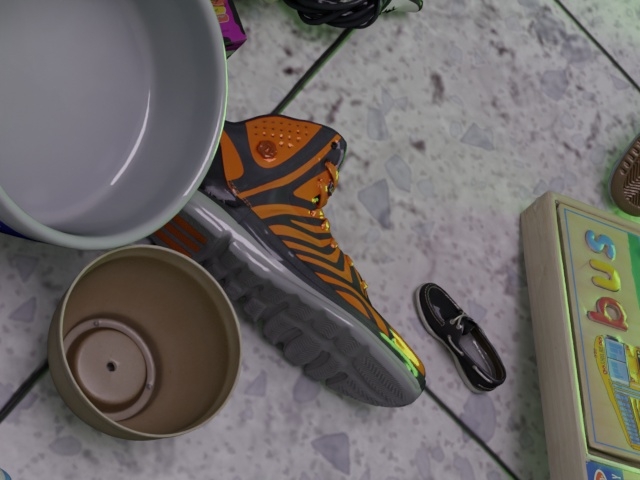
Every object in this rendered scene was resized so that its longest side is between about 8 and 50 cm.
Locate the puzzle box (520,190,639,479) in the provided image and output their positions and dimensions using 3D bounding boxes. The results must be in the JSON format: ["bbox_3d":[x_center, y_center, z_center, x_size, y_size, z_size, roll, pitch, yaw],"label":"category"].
[{"bbox_3d":[0.340,0.158,1.550,0.272,0.052,0.409,17,50,-25],"label":"puzzle box"}]

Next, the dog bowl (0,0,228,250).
[{"bbox_3d":[-0.207,-0.128,1.257,0.265,0.104,0.265,-8,102,-44],"label":"dog bowl"}]

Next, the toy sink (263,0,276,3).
[{"bbox_3d":[-0.045,-0.328,1.460,0.234,0.131,0.153,17,52,-61],"label":"toy sink"}]

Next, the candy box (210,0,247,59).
[{"bbox_3d":[-0.186,-0.267,1.438,0.159,0.071,0.233,-15,81,-34],"label":"candy box"}]

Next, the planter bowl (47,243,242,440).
[{"bbox_3d":[-0.162,0.096,1.293,0.162,0.109,0.162,11,67,-28],"label":"planter bowl"}]

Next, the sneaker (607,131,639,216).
[{"bbox_3d":[0.420,-0.135,1.749,0.282,0.153,0.099,-44,101,-4],"label":"sneaker"}]

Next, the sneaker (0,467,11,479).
[{"bbox_3d":[-0.285,0.276,1.170,0.086,0.085,0.237,20,66,-32],"label":"sneaker"}]

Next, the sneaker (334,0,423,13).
[{"bbox_3d":[0.055,-0.247,1.598,0.109,0.040,0.044,7,73,-20],"label":"sneaker"}]

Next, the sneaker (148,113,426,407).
[{"bbox_3d":[0.000,0.000,1.417,0.321,0.124,0.180,43,57,-10],"label":"sneaker"}]

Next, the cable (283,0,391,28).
[{"bbox_3d":[0.021,-0.294,1.560,0.150,0.047,0.184,-23,70,-13],"label":"cable"}]

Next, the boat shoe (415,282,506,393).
[{"bbox_3d":[0.140,0.093,1.518,0.046,0.038,0.125,-28,88,-35],"label":"boat shoe"}]
